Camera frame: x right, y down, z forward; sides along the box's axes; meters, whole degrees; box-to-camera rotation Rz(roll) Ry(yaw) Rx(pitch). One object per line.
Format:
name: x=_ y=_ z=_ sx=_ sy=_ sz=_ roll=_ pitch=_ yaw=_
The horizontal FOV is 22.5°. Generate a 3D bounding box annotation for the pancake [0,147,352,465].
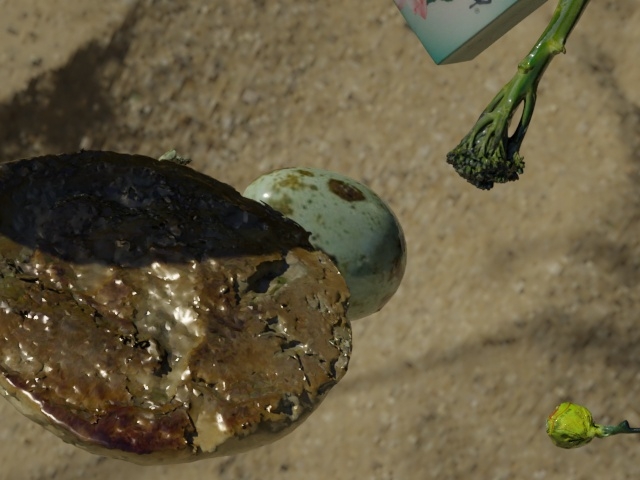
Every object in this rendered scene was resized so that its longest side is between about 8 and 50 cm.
pancake: x=-0.138 y=0.043 z=1.299 sx=0.356 sy=0.065 sz=0.356 roll=8 pitch=41 yaw=-7

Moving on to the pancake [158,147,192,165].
pancake: x=-0.197 y=-0.057 z=1.868 sx=0.022 sy=0.116 sz=0.129 roll=46 pitch=4 yaw=13

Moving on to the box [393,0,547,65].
box: x=0.135 y=-0.335 z=1.778 sx=0.245 sy=0.153 sz=0.092 roll=57 pitch=29 yaw=8

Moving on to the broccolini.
broccolini: x=0.192 y=-0.140 z=1.429 sx=0.067 sy=0.216 sz=0.058 roll=31 pitch=7 yaw=-31

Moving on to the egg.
egg: x=0.000 y=0.000 z=1.863 sx=0.231 sy=0.169 sz=0.169 roll=39 pitch=24 yaw=-34

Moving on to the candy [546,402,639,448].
candy: x=0.230 y=0.143 z=1.234 sx=0.123 sy=0.035 sz=0.035 roll=-3 pitch=41 yaw=32
